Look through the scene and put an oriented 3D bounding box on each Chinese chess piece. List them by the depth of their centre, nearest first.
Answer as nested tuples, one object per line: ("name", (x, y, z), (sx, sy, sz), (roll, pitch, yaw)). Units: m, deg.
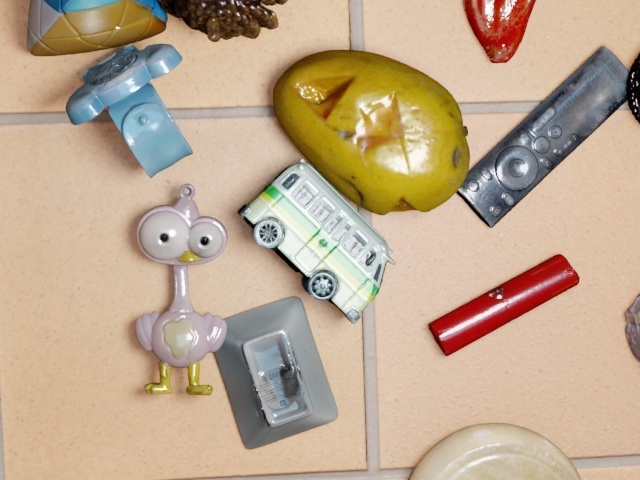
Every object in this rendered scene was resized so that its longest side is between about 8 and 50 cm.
("Chinese chess piece", (0.311, 0.495, 1.895), (0.337, 0.140, 0.338), (0, 93, -6))

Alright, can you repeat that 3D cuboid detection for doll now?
("doll", (-0.240, 0.084, 1.834), (0.160, 0.094, 0.365), (2, 95, 1))

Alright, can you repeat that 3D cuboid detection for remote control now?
("remote control", (0.410, -0.187, 1.917), (0.377, 0.044, 0.107), (-43, 93, -3))

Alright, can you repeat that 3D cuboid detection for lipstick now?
("lipstick", (0.332, 0.114, 1.912), (0.279, 0.073, 0.073), (-28, 96, -4))

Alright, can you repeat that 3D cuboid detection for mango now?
("mango", (0.088, -0.191, 1.825), (0.364, 0.182, 0.253), (28, 92, 4))

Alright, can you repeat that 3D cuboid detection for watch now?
("watch", (-0.299, -0.212, 1.780), (0.211, 0.211, 0.193), (-31, 117, -4))

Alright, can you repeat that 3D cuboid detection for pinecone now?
("pinecone", (-0.156, -0.472, 1.759), (0.244, 0.244, 0.309), (22, 75, -7))

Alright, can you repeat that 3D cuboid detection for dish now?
("dish", (-0.082, 0.239, 1.870), (0.181, 0.080, 0.243), (-19, 96, -5))

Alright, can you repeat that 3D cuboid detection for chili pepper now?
("chili pepper", (0.316, -0.442, 1.865), (0.144, 0.136, 0.253), (6, 101, -33))

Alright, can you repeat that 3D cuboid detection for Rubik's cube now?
("Rubik's cube", (-0.421, -0.420, 1.776), (0.254, 0.254, 0.255), (0, 93, -6))

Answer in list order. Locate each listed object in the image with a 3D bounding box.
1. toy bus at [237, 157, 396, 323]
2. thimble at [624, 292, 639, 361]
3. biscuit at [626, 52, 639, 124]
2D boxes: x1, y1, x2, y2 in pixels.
("toy bus", (0.000, 0.000, 1.836), (0.276, 0.133, 0.165), (44, 88, -7))
("thimble", (0.680, 0.149, 1.902), (0.236, 0.172, 0.205), (-2, 90, -4))
("biscuit", (0.641, -0.276, 1.915), (0.194, 0.053, 0.195), (-2, 96, -22))
